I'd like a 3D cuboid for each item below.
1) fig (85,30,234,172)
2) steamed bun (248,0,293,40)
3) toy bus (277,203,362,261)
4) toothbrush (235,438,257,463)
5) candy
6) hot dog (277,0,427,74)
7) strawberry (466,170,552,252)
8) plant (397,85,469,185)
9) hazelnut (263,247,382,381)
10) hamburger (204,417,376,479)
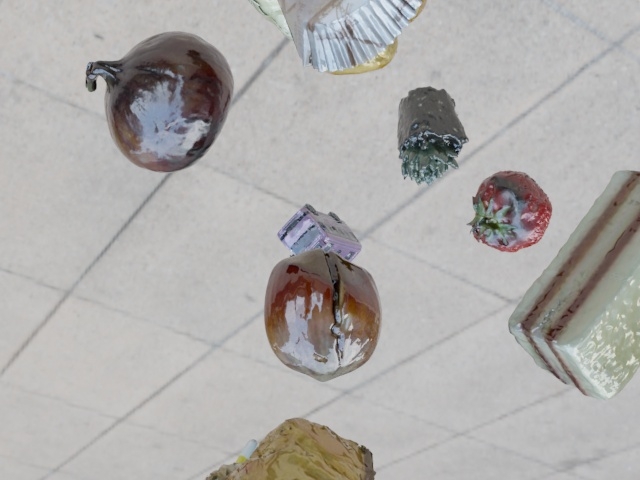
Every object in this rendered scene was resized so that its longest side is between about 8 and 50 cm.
[{"bbox_3d":[-0.253,-0.229,1.475,0.235,0.235,0.214,-11,149,25],"label":"fig"},{"bbox_3d":[-0.030,-0.398,1.345,0.231,0.110,0.212,-5,114,25],"label":"steamed bun"},{"bbox_3d":[0.000,0.000,1.886,0.096,0.108,0.199,-46,156,14],"label":"toy bus"},{"bbox_3d":[-0.163,0.400,1.254,0.024,0.288,0.021,39,151,-18],"label":"toothbrush"},{"bbox_3d":[0.433,0.064,1.317,0.135,0.321,0.179,24,160,49],"label":"candy"},{"bbox_3d":[0.011,-0.230,0.768,0.131,0.253,0.069,-37,133,9],"label":"hot dog"},{"bbox_3d":[0.233,-0.036,1.088,0.106,0.106,0.106,5,146,3],"label":"strawberry"},{"bbox_3d":[0.229,-0.214,1.884,0.132,0.195,0.129,4,161,-18],"label":"plant"},{"bbox_3d":[0.008,0.126,1.533,0.212,0.181,0.181,6,130,-21],"label":"hazelnut"},{"bbox_3d":[-0.044,0.233,0.629,0.131,0.262,0.124,39,114,-13],"label":"hamburger"}]
